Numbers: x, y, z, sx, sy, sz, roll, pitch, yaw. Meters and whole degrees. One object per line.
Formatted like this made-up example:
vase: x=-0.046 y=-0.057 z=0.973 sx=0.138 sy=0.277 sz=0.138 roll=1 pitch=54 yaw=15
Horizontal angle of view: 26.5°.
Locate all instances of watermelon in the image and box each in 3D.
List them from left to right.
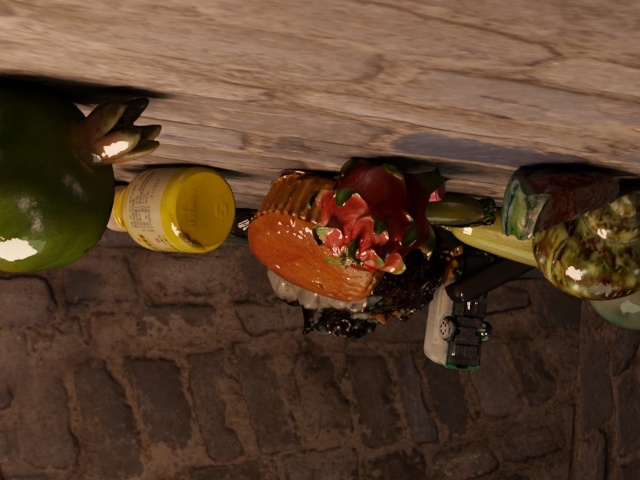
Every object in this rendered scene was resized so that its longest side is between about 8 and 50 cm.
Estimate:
watermelon: x=0.269 y=-0.055 z=1.551 sx=0.139 sy=0.071 sz=0.187 roll=-13 pitch=-173 yaw=6

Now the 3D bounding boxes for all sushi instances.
sushi: x=0.059 y=0.052 z=2.322 sx=0.207 sy=0.235 sz=0.348 roll=6 pitch=-179 yaw=-36

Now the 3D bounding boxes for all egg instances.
egg: x=0.502 y=0.058 z=2.151 sx=0.169 sy=0.169 sz=0.236 roll=4 pitch=174 yaw=24

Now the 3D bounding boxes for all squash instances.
squash: x=0.162 y=-0.045 z=1.942 sx=0.183 sy=0.052 sz=0.052 roll=6 pitch=177 yaw=0
squash: x=0.277 y=-0.016 z=2.110 sx=0.224 sy=0.094 sz=0.094 roll=12 pitch=177 yaw=-2

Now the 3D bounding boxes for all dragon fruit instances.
dragon fruit: x=0.080 y=-0.039 z=1.648 sx=0.137 sy=0.135 sz=0.236 roll=4 pitch=-162 yaw=34

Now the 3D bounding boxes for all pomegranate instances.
pomegranate: x=-0.258 y=-0.070 z=1.296 sx=0.225 sy=0.187 sz=0.187 roll=-26 pitch=165 yaw=19

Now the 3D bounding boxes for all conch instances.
conch: x=0.339 y=-0.011 z=1.637 sx=0.124 sy=0.187 sz=0.181 roll=48 pitch=143 yaw=-19

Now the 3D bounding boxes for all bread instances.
bread: x=0.000 y=0.001 z=1.838 sx=0.199 sy=0.104 sz=0.199 roll=21 pitch=149 yaw=13

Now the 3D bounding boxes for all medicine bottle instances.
medicine bottle: x=-0.230 y=-0.045 z=1.939 sx=0.121 sy=0.122 sz=0.212 roll=8 pitch=175 yaw=-43

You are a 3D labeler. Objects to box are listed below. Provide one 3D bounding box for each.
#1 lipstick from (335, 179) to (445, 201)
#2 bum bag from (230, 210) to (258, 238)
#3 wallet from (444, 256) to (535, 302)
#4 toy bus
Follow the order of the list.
lipstick: x=0.078 y=-0.066 z=1.824 sx=0.053 sy=0.054 sz=0.234 roll=8 pitch=171 yaw=-42
bum bag: x=-0.095 y=-0.027 z=2.590 sx=0.232 sy=0.060 sz=0.106 roll=2 pitch=167 yaw=19
wallet: x=0.323 y=0.035 z=2.231 sx=0.250 sy=0.044 sz=0.149 roll=-28 pitch=180 yaw=-5
toy bus: x=0.243 y=0.090 z=2.356 sx=0.091 sy=0.262 sz=0.109 roll=8 pitch=-179 yaw=-28
